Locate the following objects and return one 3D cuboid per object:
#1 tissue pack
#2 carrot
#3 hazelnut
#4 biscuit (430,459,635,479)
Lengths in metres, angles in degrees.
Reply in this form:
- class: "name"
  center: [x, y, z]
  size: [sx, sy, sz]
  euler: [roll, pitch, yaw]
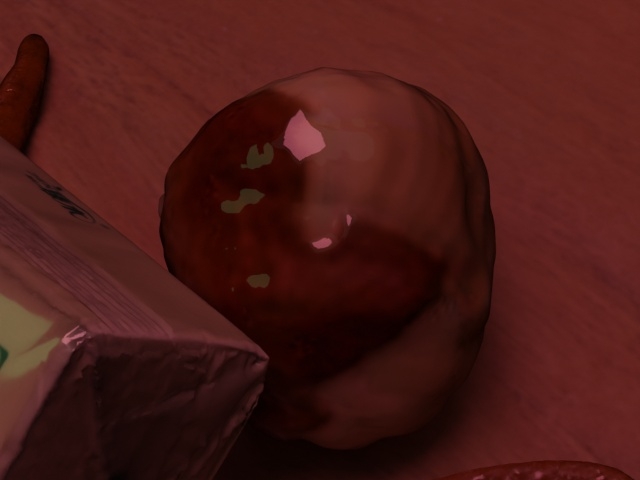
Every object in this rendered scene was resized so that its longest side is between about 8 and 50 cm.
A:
- class: "tissue pack"
  center: [-0.259, 0.092, 1.196]
  size: [0.380, 0.207, 0.297]
  euler: [38, 105, 34]
- class: "carrot"
  center: [-0.254, -0.106, 1.535]
  size: [0.047, 0.047, 0.191]
  euler: [1, 50, 14]
- class: "hazelnut"
  center: [0.000, 0.000, 1.258]
  size: [0.241, 0.261, 0.261]
  euler: [0, 50, 27]
- class: "biscuit"
  center: [0.128, 0.226, 1.173]
  size: [0.186, 0.036, 0.192]
  euler: [-10, 49, 8]
